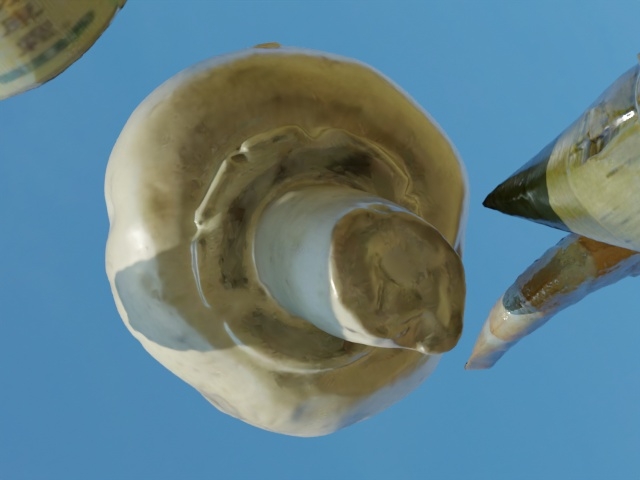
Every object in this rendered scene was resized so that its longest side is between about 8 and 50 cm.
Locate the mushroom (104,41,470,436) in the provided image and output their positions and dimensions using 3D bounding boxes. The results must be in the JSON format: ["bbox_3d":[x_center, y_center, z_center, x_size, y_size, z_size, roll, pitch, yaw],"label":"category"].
[{"bbox_3d":[0.000,0.000,1.445,0.314,0.336,0.314,-2,-85,-23],"label":"mushroom"}]

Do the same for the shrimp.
[{"bbox_3d":[0.230,0.032,1.635,0.068,0.287,0.185,55,-166,19],"label":"shrimp"}]

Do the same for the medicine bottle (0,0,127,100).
[{"bbox_3d":[-0.309,-0.294,1.322,0.406,0.235,0.236,55,-145,-55],"label":"medicine bottle"}]

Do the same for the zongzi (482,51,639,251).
[{"bbox_3d":[0.290,0.003,1.236,0.323,0.360,0.160,50,-128,2],"label":"zongzi"}]
